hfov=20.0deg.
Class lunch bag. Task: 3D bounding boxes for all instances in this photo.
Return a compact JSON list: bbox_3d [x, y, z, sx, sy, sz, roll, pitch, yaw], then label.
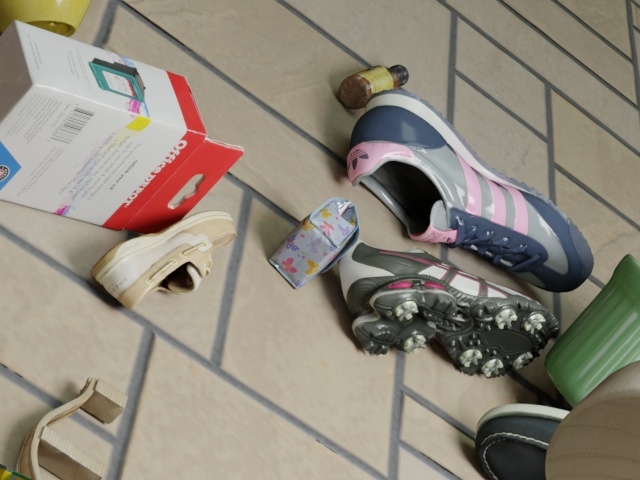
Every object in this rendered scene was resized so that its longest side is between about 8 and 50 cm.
[{"bbox_3d":[0.000,0.000,1.762,0.053,0.071,0.083,44,29,0],"label":"lunch bag"}]

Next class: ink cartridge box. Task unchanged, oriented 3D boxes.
[{"bbox_3d":[-0.196,-0.089,1.563,0.231,0.134,0.078,16,41,-42],"label":"ink cartridge box"}]

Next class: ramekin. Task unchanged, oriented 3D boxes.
[{"bbox_3d":[0.370,0.171,1.856,0.303,0.148,0.303,44,7,-6],"label":"ramekin"}]

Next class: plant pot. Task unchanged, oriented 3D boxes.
[{"bbox_3d":[-0.263,-0.238,1.687,0.134,0.134,0.095,7,73,-48],"label":"plant pot"}]

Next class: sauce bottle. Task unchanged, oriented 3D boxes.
[{"bbox_3d":[0.064,-0.180,2.095,0.042,0.042,0.128,50,28,7],"label":"sauce bottle"}]

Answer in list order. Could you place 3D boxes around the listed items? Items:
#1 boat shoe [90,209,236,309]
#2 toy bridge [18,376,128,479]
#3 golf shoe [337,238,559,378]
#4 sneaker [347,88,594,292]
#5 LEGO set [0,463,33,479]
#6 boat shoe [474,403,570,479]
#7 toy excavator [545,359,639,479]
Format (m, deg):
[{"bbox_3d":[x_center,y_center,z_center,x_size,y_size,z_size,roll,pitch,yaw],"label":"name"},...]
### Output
[{"bbox_3d":[-0.128,0.021,1.593,0.170,0.063,0.059,-24,75,-49],"label":"boat shoe"},{"bbox_3d":[-0.193,0.163,1.367,0.063,0.026,0.188,35,31,-16],"label":"toy bridge"},{"bbox_3d":[0.133,0.059,1.832,0.273,0.105,0.120,17,33,-41],"label":"golf shoe"},{"bbox_3d":[0.155,-0.020,1.975,0.319,0.112,0.131,36,48,-11],"label":"sneaker"},{"bbox_3d":[-0.163,0.261,1.099,0.331,0.192,0.255,18,-15,39],"label":"LEGO set"},{"bbox_3d":[0.284,0.279,1.706,0.340,0.127,0.113,34,42,3],"label":"boat shoe"},{"bbox_3d":[0.223,0.352,1.238,0.433,0.445,0.222,50,30,7],"label":"toy excavator"}]
